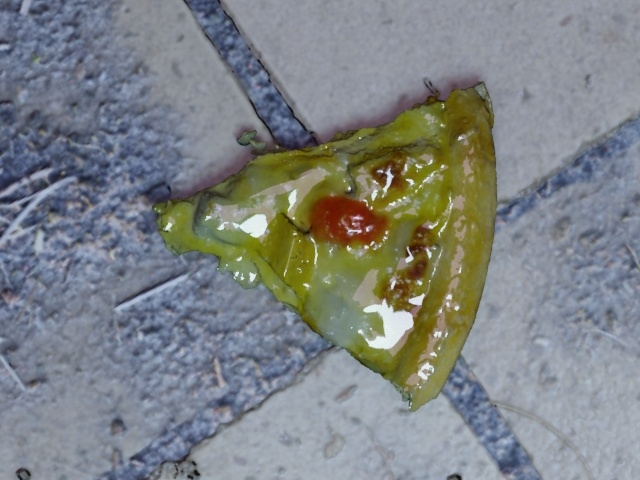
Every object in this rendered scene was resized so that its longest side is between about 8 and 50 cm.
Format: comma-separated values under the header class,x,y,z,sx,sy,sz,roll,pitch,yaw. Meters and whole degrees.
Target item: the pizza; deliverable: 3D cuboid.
class,x,y,z,sx,sy,sz,roll,pitch,yaw
pizza,0.000,0.000,1.600,0.287,0.075,0.280,2,79,5
